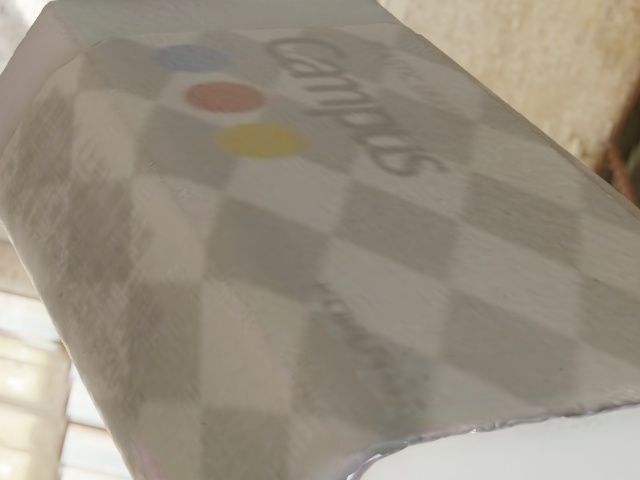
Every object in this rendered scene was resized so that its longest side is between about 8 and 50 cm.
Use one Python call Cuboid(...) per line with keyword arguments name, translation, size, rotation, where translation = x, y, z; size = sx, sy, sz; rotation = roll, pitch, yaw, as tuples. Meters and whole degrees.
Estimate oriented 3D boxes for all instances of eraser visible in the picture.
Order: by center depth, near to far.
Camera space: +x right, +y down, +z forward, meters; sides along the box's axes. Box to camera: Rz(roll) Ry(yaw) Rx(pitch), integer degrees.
Cuboid(name="eraser", translation=(0.000, 0.000, 0.690), size=(0.397, 0.213, 0.082), rotation=(-129, -140, -55))
